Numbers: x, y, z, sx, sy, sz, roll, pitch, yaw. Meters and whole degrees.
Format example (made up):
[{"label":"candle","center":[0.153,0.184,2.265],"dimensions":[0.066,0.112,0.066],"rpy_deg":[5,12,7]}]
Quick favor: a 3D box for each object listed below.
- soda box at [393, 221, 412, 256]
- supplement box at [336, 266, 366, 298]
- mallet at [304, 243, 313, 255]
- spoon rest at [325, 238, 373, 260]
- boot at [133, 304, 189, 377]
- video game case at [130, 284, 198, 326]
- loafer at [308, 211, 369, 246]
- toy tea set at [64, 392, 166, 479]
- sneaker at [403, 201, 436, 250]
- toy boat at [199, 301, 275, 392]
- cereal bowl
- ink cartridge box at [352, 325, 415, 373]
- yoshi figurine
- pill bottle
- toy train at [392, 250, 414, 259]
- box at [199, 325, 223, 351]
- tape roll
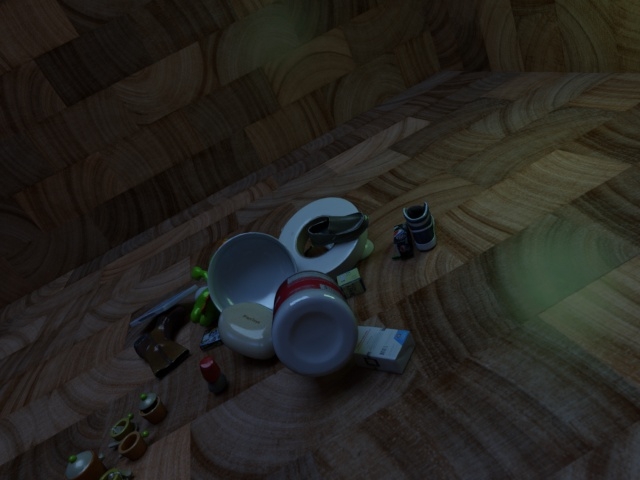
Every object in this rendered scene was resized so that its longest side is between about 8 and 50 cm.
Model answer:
[{"label":"soda box","center":[0.306,-0.006,1.627],"dimensions":[0.053,0.060,0.169],"rpy_deg":[-20,19,17]},{"label":"supplement box","center":[0.108,0.151,1.552],"dimensions":[0.083,0.056,0.083],"rpy_deg":[-24,26,6]},{"label":"mallet","center":[-0.030,0.023,1.946],"dimensions":[0.062,0.039,0.190],"rpy_deg":[-8,36,40]},{"label":"spoon rest","center":[0.098,0.020,1.801],"dimensions":[0.276,0.084,0.137],"rpy_deg":[21,53,40]},{"label":"boot","center":[-0.598,0.389,1.742],"dimensions":[0.264,0.096,0.280],"rpy_deg":[-38,30,-28]},{"label":"video game case","center":[-0.703,0.295,1.961],"dimensions":[0.285,0.025,0.204],"rpy_deg":[-26,8,35]},{"label":"loafer","center":[0.062,-0.047,1.643],"dimensions":[0.251,0.087,0.095],"rpy_deg":[-22,48,19]},{"label":"toy tea set","center":[-0.623,0.607,1.330],"dimensions":[0.199,0.124,0.336],"rpy_deg":[-14,29,25]},{"label":"sneaker","center":[0.368,-0.095,1.646],"dimensions":[0.099,0.153,0.282],"rpy_deg":[-19,27,14]},{"label":"toy boat","center":[-0.268,0.349,1.447],"dimensions":[0.267,0.148,0.318],"rpy_deg":[22,50,30]},{"label":"cereal bowl","center":[-0.248,0.147,1.649],"dimensions":[0.338,0.339,0.141],"rpy_deg":[-30,-7,-6]},{"label":"ink cartridge box","center":[0.160,0.302,1.224],"dimensions":[0.180,0.060,0.104],"rpy_deg":[-2,36,40]},{"label":"yoshi figurine","center":[-0.427,0.190,1.798],"dimensions":[0.203,0.203,0.363],"rpy_deg":[5,57,29]},{"label":"pill bottle","center":[-0.029,0.217,1.305],"dimensions":[0.228,0.229,0.408],"rpy_deg":[-27,9,-1]},{"label":"toy train","center":[0.301,0.055,1.593],"dimensions":[0.083,0.017,0.024],"rpy_deg":[-13,20,28]},{"label":"box","center":[-0.387,0.362,1.666],"dimensions":[0.136,0.027,0.094],"rpy_deg":[-23,25,10]},{"label":"tape roll","center":[0.000,0.000,1.761],"dimensions":[0.391,0.072,0.392],"rpy_deg":[-18,49,22]}]
